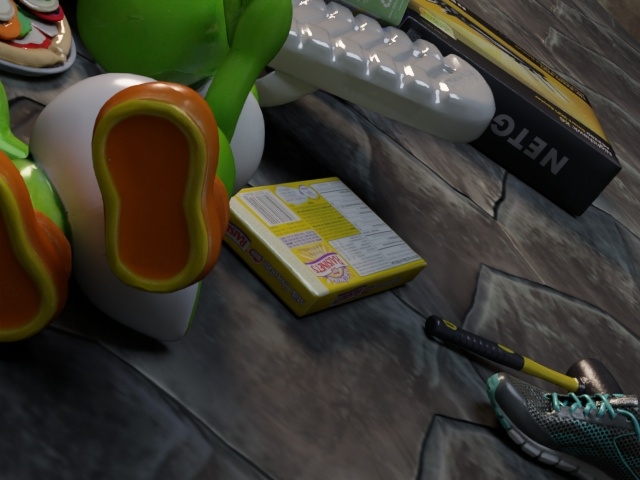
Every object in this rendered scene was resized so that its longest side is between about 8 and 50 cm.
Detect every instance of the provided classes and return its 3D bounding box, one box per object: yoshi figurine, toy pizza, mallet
[{"bbox_3d":[-0.112,-0.089,0.873,0.203,0.203,0.362,31,18,-4],"label":"yoshi figurine"},{"bbox_3d":[-0.256,-0.190,1.062,0.201,0.032,0.201,34,20,-14],"label":"toy pizza"},{"bbox_3d":[0.164,0.103,1.164,0.189,0.039,0.062,21,23,-32],"label":"mallet"}]

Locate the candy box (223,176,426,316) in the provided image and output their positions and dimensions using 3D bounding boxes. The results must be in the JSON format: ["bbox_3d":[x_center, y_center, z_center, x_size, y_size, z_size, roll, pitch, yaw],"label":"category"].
[{"bbox_3d":[0.000,0.000,1.105,0.105,0.027,0.206,47,22,14],"label":"candy box"}]

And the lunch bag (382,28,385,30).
[{"bbox_3d":[-0.030,-0.277,1.530,0.221,0.138,0.293,35,32,-15],"label":"lunch bag"}]

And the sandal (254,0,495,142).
[{"bbox_3d":[-0.062,-0.155,1.220,0.416,0.102,0.169,23,24,0],"label":"sandal"}]

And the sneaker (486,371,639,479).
[{"bbox_3d":[0.196,0.133,1.087,0.166,0.076,0.065,33,20,-16],"label":"sneaker"}]

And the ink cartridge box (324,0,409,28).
[{"bbox_3d":[-0.041,-0.261,1.337,0.235,0.056,0.171,23,2,-12],"label":"ink cartridge box"}]

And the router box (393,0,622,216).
[{"bbox_3d":[0.193,-0.184,1.753,0.309,0.081,0.243,33,21,-16],"label":"router box"}]
